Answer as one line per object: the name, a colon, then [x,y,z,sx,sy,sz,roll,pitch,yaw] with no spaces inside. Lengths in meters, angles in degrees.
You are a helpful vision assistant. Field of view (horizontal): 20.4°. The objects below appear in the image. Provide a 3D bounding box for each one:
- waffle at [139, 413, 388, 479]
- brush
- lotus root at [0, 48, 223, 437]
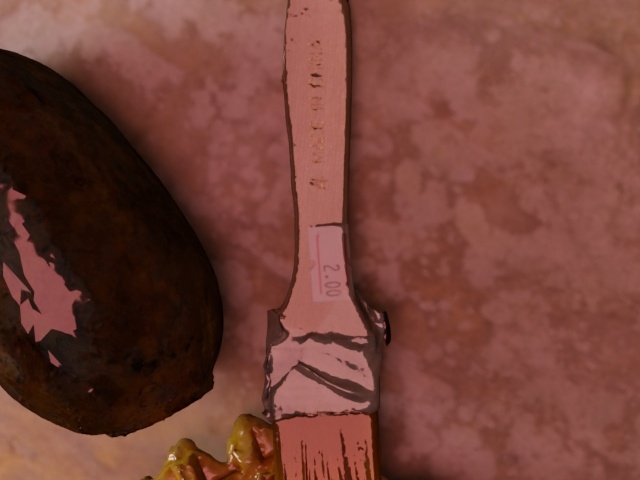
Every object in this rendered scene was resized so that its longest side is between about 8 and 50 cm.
waffle: [-0.024,0.255,1.166,0.262,0.060,0.281,20,77,17]
brush: [0.000,0.000,1.144,0.085,0.020,0.337,-2,93,6]
lotus root: [-0.174,0.005,1.148,0.160,0.152,0.275,-37,94,10]
